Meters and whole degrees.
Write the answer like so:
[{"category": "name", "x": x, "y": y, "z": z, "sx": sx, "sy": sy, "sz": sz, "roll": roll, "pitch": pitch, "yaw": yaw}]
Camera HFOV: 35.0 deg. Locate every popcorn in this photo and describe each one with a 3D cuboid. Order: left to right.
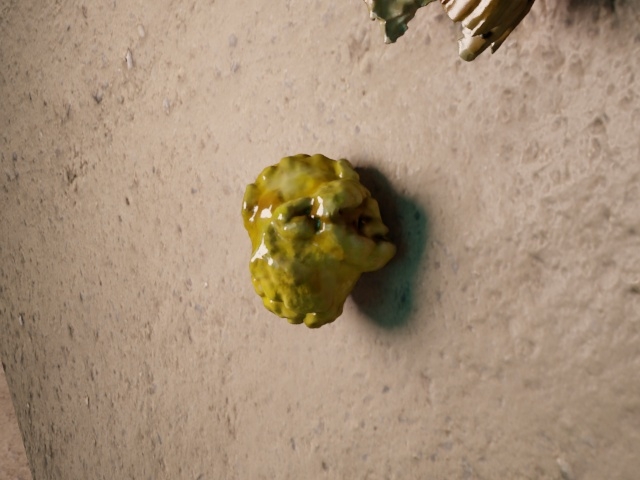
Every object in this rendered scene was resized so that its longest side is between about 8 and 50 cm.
[{"category": "popcorn", "x": 0.000, "y": 0.000, "z": 1.334, "sx": 0.203, "sy": 0.226, "sz": 0.200, "roll": -3, "pitch": 134, "yaw": 17}]

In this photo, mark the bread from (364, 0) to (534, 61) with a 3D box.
[{"category": "bread", "x": 0.145, "y": -0.346, "z": 1.062, "sx": 0.314, "sy": 0.191, "sz": 0.370, "roll": 64, "pitch": 151, "yaw": 15}]
